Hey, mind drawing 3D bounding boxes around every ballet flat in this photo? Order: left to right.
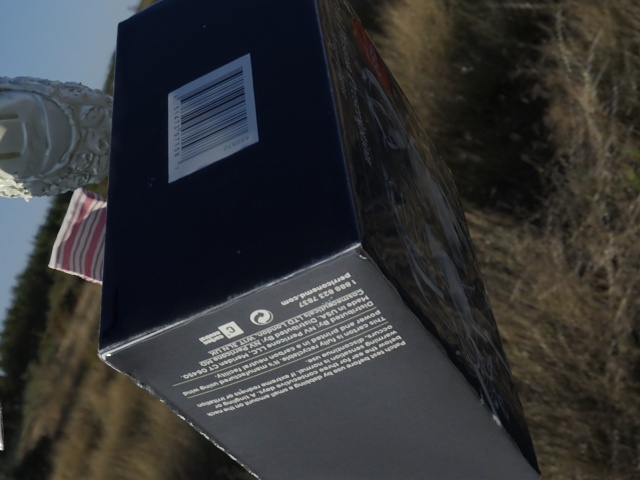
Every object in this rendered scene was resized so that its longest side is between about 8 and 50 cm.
[{"bbox_3d":[-0.409,-0.114,1.098,0.147,0.409,0.147,180,90,-75],"label":"ballet flat"}]

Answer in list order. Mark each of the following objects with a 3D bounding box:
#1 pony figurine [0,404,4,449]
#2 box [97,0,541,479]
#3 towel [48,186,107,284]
[{"bbox_3d":[-0.650,0.193,1.531,0.363,0.303,0.351,-19,-59,-66],"label":"pony figurine"},{"bbox_3d":[0.000,0.000,0.766,0.179,0.312,0.343,-23,46,15],"label":"box"},{"bbox_3d":[-0.366,0.001,1.690,0.029,0.197,0.144,10,81,33],"label":"towel"}]
